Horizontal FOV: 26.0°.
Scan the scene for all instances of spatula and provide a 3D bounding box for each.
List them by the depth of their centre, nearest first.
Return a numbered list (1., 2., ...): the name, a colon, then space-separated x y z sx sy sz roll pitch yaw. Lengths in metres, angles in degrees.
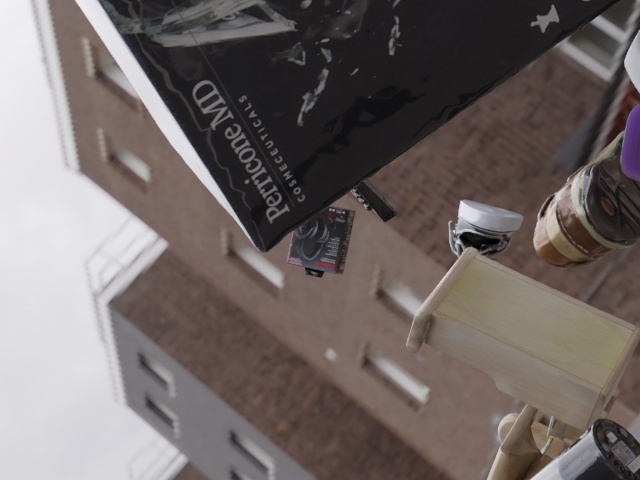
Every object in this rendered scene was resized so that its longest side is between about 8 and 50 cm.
1. spatula: 0.406 -0.069 1.503 0.296 0.030 0.084 23 -106 -49

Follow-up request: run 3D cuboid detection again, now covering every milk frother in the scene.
1. milk frother: 0.288 0.275 1.398 0.129 0.143 0.135 5 -44 -47

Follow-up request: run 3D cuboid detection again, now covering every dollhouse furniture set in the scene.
1. dollhouse furniture set: 0.232 0.251 1.872 0.362 0.256 0.394 -46 -24 -48

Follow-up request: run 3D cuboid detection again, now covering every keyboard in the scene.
1. keyboard: 0.014 -0.124 2.020 0.033 0.317 0.201 -44 -44 5

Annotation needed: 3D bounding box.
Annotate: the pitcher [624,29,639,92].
1. pitcher: 0.393 -0.131 1.353 0.178 0.207 0.125 -61 -15 24

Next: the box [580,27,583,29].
1. box: 0.305 -0.382 1.655 0.184 0.103 0.261 -47 21 13

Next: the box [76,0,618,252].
1. box: -0.015 -0.340 1.203 0.472 0.297 0.480 -35 -53 -4

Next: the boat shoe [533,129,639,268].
1. boat shoe: 0.332 -0.046 1.609 0.120 0.122 0.324 -36 -9 31

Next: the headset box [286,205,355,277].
1. headset box: 0.000 0.000 1.586 0.032 0.062 0.083 4 -82 -74

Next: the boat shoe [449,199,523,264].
1. boat shoe: 0.272 -0.011 2.380 0.306 0.113 0.105 -133 58 -86
